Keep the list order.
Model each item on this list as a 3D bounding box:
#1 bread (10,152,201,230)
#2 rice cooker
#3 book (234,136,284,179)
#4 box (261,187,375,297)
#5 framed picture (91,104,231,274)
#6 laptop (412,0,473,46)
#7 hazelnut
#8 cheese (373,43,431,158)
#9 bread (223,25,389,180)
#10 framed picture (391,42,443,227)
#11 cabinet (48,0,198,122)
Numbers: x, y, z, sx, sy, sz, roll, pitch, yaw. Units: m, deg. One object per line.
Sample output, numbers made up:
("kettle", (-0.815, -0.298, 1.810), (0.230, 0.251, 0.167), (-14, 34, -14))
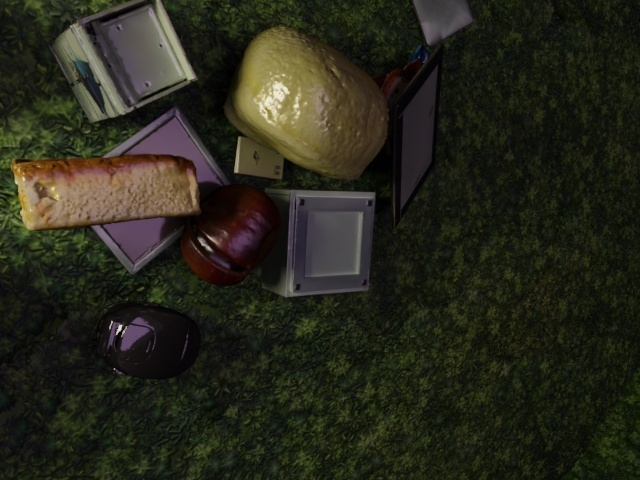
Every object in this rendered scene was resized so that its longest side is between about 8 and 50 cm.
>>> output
("bread", (-0.355, -0.091, 0.961), (0.275, 0.185, 0.114), (-6, 104, -32))
("rice cooker", (-0.329, 0.184, 1.073), (0.203, 0.118, 0.142), (21, 86, -34))
("book", (-0.128, -0.174, 1.218), (0.111, 0.014, 0.077), (5, 92, -34))
("box", (0.000, 0.000, 1.265), (0.225, 0.117, 0.224), (-2, 98, -34))
("framed picture", (-0.321, -0.097, 1.100), (0.274, 0.017, 0.217), (-41, 116, -22))
("laptop", (0.287, -0.643, 1.427), (0.188, 0.015, 0.269), (-35, 114, -25))
("hazelnut", (-0.174, -0.016, 1.117), (0.178, 0.178, 0.204), (31, 111, -33))
("cheese", (0.177, -0.321, 1.325), (0.329, 0.129, 0.216), (-57, 155, -29))
("bread", (-0.018, -0.266, 1.109), (0.321, 0.320, 0.237), (19, 101, -34))
("framed picture", (0.219, -0.231, 1.303), (0.265, 0.016, 0.347), (-55, 152, -35))
("cabinet", (-0.332, -0.295, 0.951), (0.150, 0.206, 0.145), (-34, 114, -26))
